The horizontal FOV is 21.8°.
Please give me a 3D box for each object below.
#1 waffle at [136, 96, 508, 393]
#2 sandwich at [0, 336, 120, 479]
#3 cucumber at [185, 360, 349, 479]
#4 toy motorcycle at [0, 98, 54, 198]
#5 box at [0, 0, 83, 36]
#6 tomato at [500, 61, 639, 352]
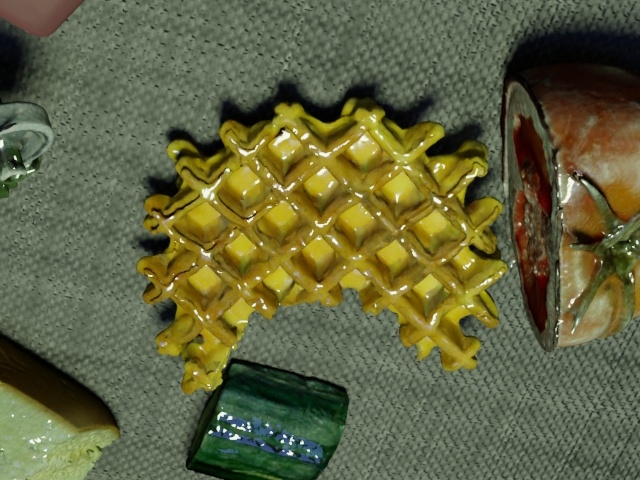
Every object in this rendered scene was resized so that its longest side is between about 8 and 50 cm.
[{"bbox_3d":[0.000,0.000,1.312,0.293,0.069,0.260,-4,122,-2],"label":"waffle"},{"bbox_3d":[-0.269,0.136,1.353,0.258,0.096,0.094,37,107,-29],"label":"sandwich"},{"bbox_3d":[-0.049,0.171,1.422,0.115,0.062,0.116,18,118,-14],"label":"cucumber"},{"bbox_3d":[-0.337,-0.081,1.161,0.275,0.205,0.127,-17,162,-12],"label":"toy motorcycle"},{"bbox_3d":[-0.220,-0.274,1.028,0.294,0.193,0.167,31,120,-25],"label":"box"},{"bbox_3d":[0.225,-0.034,1.255,0.155,0.181,0.214,-12,128,-8],"label":"tomato"}]
